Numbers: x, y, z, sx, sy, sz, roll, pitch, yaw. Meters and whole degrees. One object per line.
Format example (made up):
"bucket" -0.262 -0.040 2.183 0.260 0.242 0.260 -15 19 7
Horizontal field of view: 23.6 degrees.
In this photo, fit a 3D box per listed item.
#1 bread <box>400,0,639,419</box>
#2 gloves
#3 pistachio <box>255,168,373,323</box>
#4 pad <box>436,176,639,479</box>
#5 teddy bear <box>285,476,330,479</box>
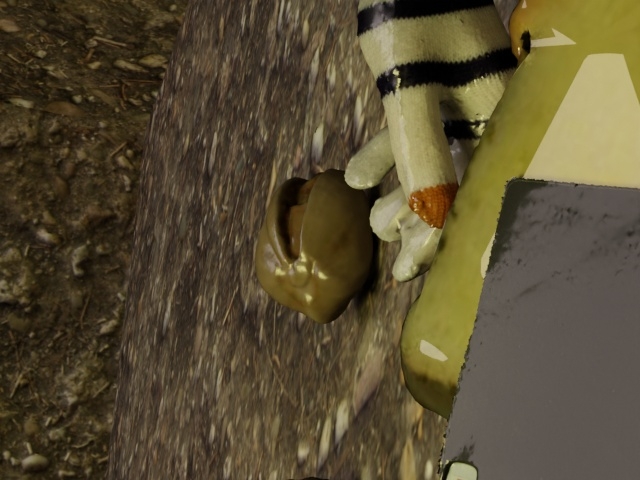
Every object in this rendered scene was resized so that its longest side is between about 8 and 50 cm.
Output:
"bread" 0.175 0.001 0.472 0.262 0.163 0.204 27 110 33
"gloves" 0.087 -0.079 1.033 0.140 0.131 0.218 -177 67 -75
"pistachio" 0.000 0.000 1.351 0.113 0.113 0.149 116 175 -49
"pad" 0.109 0.045 0.410 0.193 0.004 0.116 8 83 48
"teddy bear" -0.042 0.300 1.217 0.190 0.140 0.177 -107 32 -47
